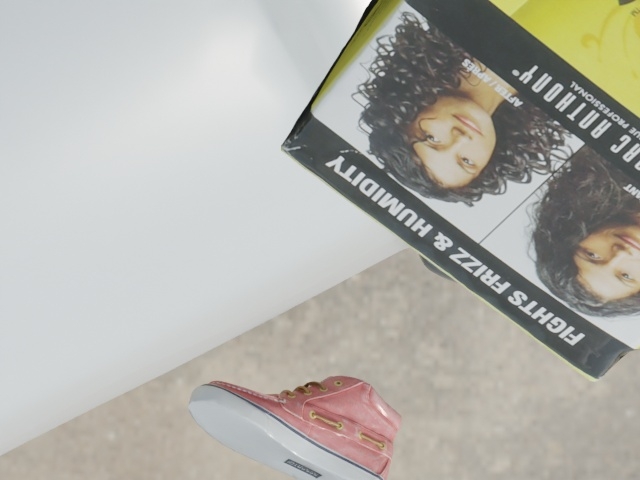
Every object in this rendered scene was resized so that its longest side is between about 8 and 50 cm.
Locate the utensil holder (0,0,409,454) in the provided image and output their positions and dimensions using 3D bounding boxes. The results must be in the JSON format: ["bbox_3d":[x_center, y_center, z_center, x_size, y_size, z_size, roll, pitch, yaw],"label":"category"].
[{"bbox_3d":[-0.177,-0.068,0.647,0.385,0.328,0.327,-27,135,4],"label":"utensil holder"}]

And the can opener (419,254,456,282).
[{"bbox_3d":[0.000,0.000,0.880,0.283,0.076,0.095,-11,110,34],"label":"can opener"}]

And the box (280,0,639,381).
[{"bbox_3d":[0.088,-0.068,0.294,0.087,0.058,0.232,37,137,-7],"label":"box"}]

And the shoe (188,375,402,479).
[{"bbox_3d":[-0.017,0.136,1.422,0.178,0.081,0.063,30,150,-18],"label":"shoe"}]
